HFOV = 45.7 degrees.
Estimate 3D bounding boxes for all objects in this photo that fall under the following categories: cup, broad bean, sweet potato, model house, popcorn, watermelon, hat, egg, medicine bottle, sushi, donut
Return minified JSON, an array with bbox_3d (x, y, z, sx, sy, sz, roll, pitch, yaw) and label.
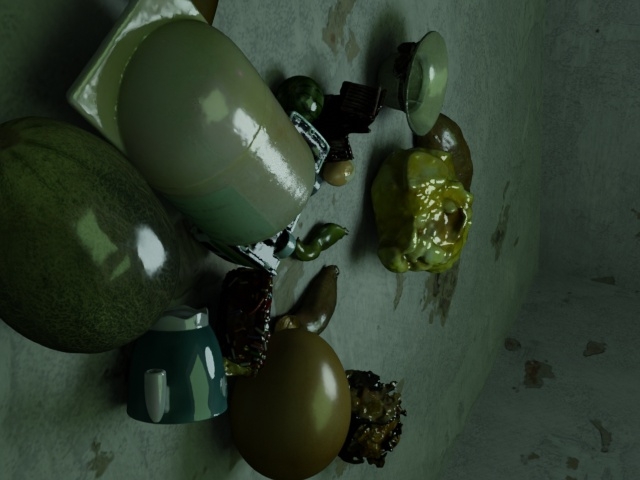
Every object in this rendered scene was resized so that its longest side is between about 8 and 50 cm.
[{"bbox_3d":[-0.242,0.201,1.273,0.299,0.167,0.173,-64,153,-84],"label":"cup"},{"bbox_3d":[0.000,0.000,1.751,0.213,0.048,0.070,-24,123,-54],"label":"broad bean"},{"bbox_3d":[0.366,-0.254,2.225,0.158,0.158,0.369,-63,151,-24],"label":"sweet potato"},{"bbox_3d":[0.052,-0.241,1.624,0.141,0.164,0.203,49,61,-52],"label":"model house"},{"bbox_3d":[-0.016,0.156,1.750,0.286,0.085,0.112,-48,137,-44],"label":"sweet potato"},{"bbox_3d":[0.251,-0.078,2.016,0.292,0.293,0.334,-7,78,-23],"label":"popcorn"},{"bbox_3d":[-0.038,-0.275,1.505,0.109,0.109,0.109,-35,131,-53],"label":"watermelon"},{"bbox_3d":[0.212,-0.393,1.890,0.257,0.130,0.257,-34,130,-54],"label":"hat"},{"bbox_3d":[0.042,-0.158,1.739,0.083,0.071,0.071,-45,139,-41],"label":"egg"},{"bbox_3d":[-0.186,-0.178,1.117,0.406,0.236,0.235,50,58,-55],"label":"medicine bottle"},{"bbox_3d":[0.122,0.480,2.033,0.213,0.200,0.204,-56,150,-36],"label":"sushi"},{"bbox_3d":[-0.060,0.337,1.563,0.250,0.250,0.322,-19,121,-59],"label":"egg"},{"bbox_3d":[-0.146,0.149,1.409,0.230,0.096,0.216,146,-50,-79],"label":"donut"}]

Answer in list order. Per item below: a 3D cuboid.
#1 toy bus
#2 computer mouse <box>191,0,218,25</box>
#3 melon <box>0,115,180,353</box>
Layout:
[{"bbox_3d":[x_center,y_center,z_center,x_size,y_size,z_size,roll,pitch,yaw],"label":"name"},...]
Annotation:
[{"bbox_3d":[-0.111,-0.090,1.379,0.133,0.165,0.276,42,63,-44],"label":"toy bus"},{"bbox_3d":[-0.224,-0.394,1.153,0.245,0.056,0.126,27,77,-61],"label":"computer mouse"},{"bbox_3d":[-0.314,-0.001,0.950,0.248,0.249,0.329,-59,141,-31],"label":"melon"}]
